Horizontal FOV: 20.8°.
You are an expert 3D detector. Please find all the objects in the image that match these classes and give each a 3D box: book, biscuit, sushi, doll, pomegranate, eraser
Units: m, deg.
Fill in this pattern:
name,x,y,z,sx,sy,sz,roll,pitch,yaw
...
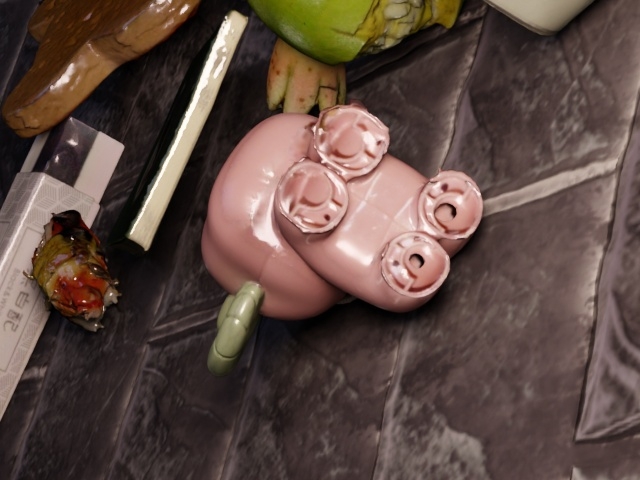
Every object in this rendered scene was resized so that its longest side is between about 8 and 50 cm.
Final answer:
name,x,y,z,sx,sy,sz,roll,pitch,yaw
book,-0.158,-0.106,1.915,0.371,0.043,0.260,174,120,-81
biscuit,-0.253,-0.316,2.304,0.368,0.076,0.394,-35,26,19
sushi,-0.298,0.046,2.093,0.097,0.103,0.226,-31,28,-1
doll,0.000,0.000,1.581,0.284,0.216,0.268,-55,-1,-24
pomegranate,0.014,-0.250,1.725,0.236,0.236,0.302,-92,22,-45
eraser,-0.385,0.039,2.238,0.098,0.096,0.404,3,68,60

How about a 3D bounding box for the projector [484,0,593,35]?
name,x,y,z,sx,sy,sz,roll,pitch,yaw
projector,0.190,-0.362,1.470,0.249,0.248,0.248,-41,40,31
